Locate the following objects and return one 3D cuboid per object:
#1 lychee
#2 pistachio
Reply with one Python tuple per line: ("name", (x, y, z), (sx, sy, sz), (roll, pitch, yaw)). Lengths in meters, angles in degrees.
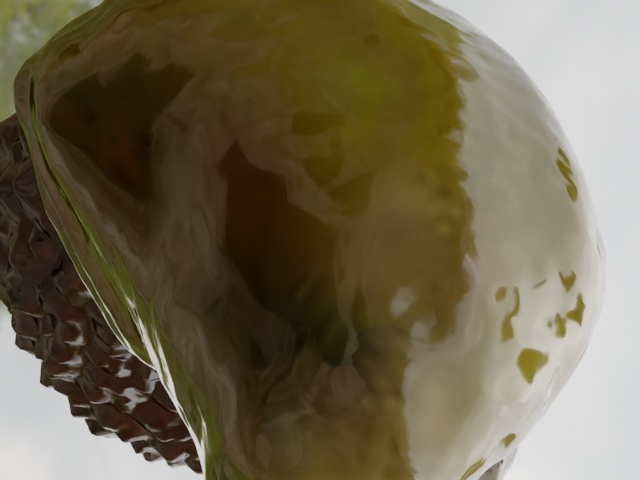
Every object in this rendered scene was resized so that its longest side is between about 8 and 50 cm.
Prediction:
("lychee", (-0.023, -0.004, 0.869), (0.264, 0.264, 0.300), (-57, -175, 30))
("pistachio", (0.002, -0.003, 0.414), (0.110, 0.100, 0.189), (-43, -143, 1))
